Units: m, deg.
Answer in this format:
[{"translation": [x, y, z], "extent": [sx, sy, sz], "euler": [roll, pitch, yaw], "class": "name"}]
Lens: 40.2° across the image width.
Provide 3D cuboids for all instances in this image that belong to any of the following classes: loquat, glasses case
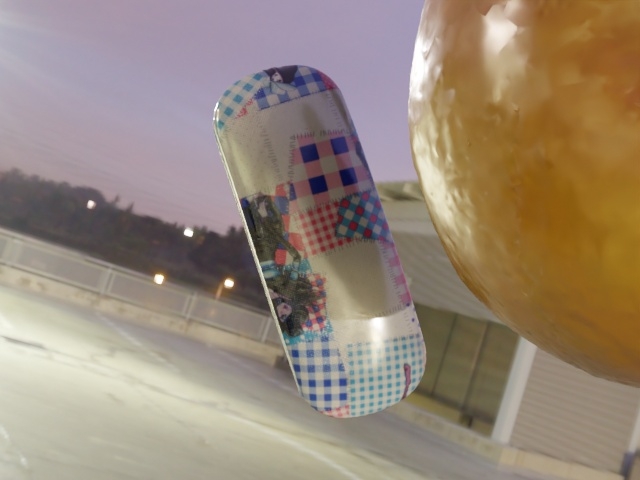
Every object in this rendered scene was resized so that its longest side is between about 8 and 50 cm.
[{"translation": [0.207, -0.073, 0.464], "extent": [0.328, 0.328, 0.328], "euler": [18, -5, 2], "class": "loquat"}, {"translation": [0.000, 0.000, 0.799], "extent": [0.125, 0.327, 0.076], "euler": [-18, 0, -7], "class": "glasses case"}]
